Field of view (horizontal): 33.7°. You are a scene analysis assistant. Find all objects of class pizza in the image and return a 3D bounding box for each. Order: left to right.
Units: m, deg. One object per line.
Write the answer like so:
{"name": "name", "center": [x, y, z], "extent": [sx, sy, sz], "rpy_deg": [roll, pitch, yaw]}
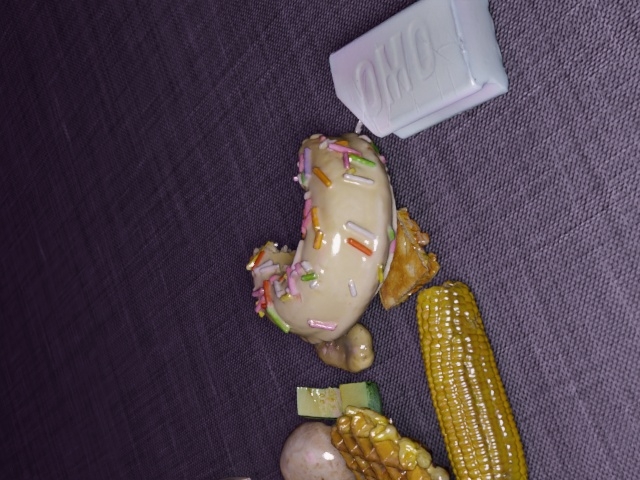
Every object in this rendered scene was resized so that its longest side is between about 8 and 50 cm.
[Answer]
{"name": "pizza", "center": [0.143, 0.039, 1.745], "extent": [0.134, 0.046, 0.175], "rpy_deg": [30, 117, 46]}

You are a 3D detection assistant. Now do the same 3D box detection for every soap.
{"name": "soap", "center": [0.148, -0.268, 1.660], "extent": [0.289, 0.095, 0.173], "rpy_deg": [-21, 79, 49]}

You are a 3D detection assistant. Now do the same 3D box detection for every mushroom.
{"name": "mushroom", "center": [0.008, 0.400, 1.899], "extent": [0.166, 0.127, 0.166], "rpy_deg": [23, 131, 29]}

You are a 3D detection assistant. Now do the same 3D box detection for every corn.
{"name": "corn", "center": [0.228, 0.237, 1.622], "extent": [0.120, 0.120, 0.363], "rpy_deg": [-29, 70, 48]}

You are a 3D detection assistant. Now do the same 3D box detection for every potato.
{"name": "potato", "center": [0.047, 0.185, 1.860], "extent": [0.138, 0.070, 0.091], "rpy_deg": [12, 98, 46]}

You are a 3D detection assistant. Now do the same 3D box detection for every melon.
{"name": "melon", "center": [0.036, 0.285, 1.857], "extent": [0.209, 0.118, 0.064], "rpy_deg": [-9, 75, 38]}

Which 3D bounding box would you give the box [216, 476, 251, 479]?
{"name": "box", "center": [-0.235, 0.585, 2.138], "extent": [0.095, 0.212, 0.168], "rpy_deg": [-10, 87, 49]}

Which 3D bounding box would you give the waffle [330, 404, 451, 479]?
{"name": "waffle", "center": [0.122, 0.395, 1.726], "extent": [0.281, 0.058, 0.301], "rpy_deg": [27, 143, 41]}

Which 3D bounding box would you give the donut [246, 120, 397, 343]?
{"name": "donut", "center": [-0.001, 0.011, 1.785], "extent": [0.371, 0.150, 0.307], "rpy_deg": [-63, 30, 32]}
